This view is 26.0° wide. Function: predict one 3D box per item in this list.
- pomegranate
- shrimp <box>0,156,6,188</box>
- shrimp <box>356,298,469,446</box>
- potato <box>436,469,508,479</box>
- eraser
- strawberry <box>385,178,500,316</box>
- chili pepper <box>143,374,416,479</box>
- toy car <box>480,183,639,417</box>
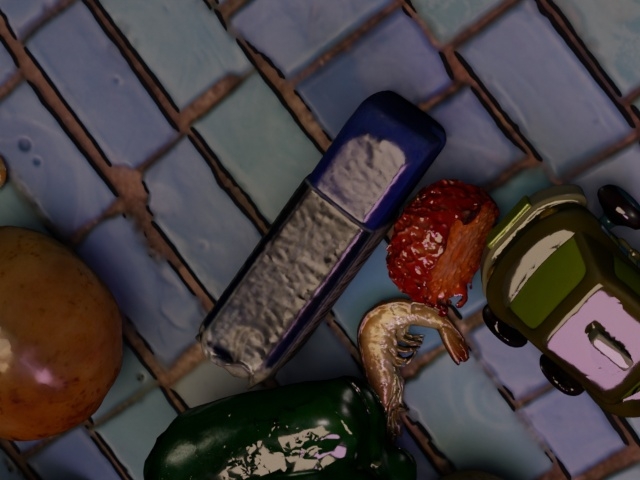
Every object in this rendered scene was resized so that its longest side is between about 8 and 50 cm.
[{"bbox_3d":[-0.336,0.100,1.542,0.248,0.248,0.248,3,102,13],"label":"pomegranate"},{"bbox_3d":[-0.415,-0.077,1.622,0.108,0.023,0.059,-7,91,15],"label":"shrimp"},{"bbox_3d":[0.106,0.149,1.545,0.124,0.034,0.178,-7,98,7],"label":"shrimp"},{"bbox_3d":[0.167,0.346,1.511,0.157,0.157,0.194,24,108,7],"label":"potato"},{"bbox_3d":[0.000,0.000,1.470,0.101,0.155,0.332,37,107,6],"label":"eraser"},{"bbox_3d":[0.124,0.001,1.457,0.086,0.145,0.145,26,107,20],"label":"strawberry"},{"bbox_3d":[-0.036,0.258,1.482,0.256,0.248,0.233,-26,94,24],"label":"chili pepper"},{"bbox_3d":[0.281,0.078,1.388,0.248,0.198,0.204,39,107,-12],"label":"toy car"}]
